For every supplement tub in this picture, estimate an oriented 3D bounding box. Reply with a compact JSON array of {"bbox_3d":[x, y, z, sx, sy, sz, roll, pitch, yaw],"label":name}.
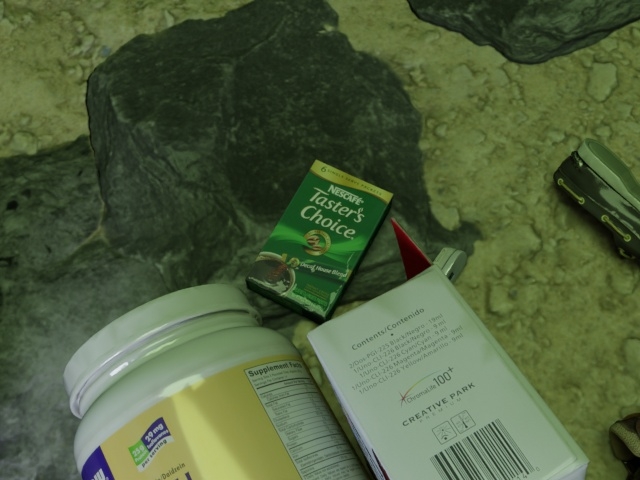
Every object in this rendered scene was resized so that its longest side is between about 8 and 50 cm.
[{"bbox_3d":[-0.086,0.233,0.782,0.241,0.241,0.331,-27,68,-11],"label":"supplement tub"}]

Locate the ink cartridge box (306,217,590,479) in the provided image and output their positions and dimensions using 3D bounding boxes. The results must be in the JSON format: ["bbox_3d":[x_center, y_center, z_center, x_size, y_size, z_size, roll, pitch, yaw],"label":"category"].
[{"bbox_3d":[0.102,0.176,0.752,0.130,0.309,0.271,-28,53,-7],"label":"ink cartridge box"}]

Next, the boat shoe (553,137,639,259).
[{"bbox_3d":[0.378,-0.020,0.990,0.227,0.068,0.081,51,36,16],"label":"boat shoe"}]

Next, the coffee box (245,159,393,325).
[{"bbox_3d":[0.000,0.000,0.996,0.113,0.040,0.184,26,68,12],"label":"coffee box"}]

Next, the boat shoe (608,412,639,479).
[{"bbox_3d":[0.361,0.221,0.851,0.123,0.123,0.342,30,75,12],"label":"boat shoe"}]

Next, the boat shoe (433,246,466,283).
[{"bbox_3d":[0.134,0.048,0.981,0.035,0.035,0.100,22,69,40],"label":"boat shoe"}]
